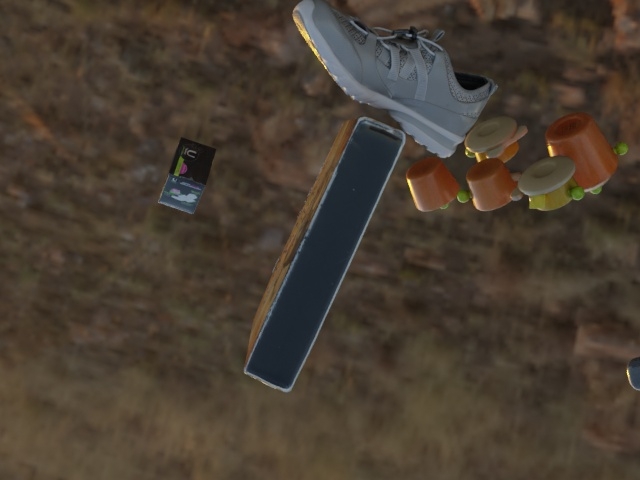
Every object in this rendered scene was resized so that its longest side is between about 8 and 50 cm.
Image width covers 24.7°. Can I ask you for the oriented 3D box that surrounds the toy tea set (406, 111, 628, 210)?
[{"bbox_3d":[0.293,-0.090,2.192,0.336,0.200,0.124,3,132,46],"label":"toy tea set"}]

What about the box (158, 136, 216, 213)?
[{"bbox_3d":[-0.176,-0.085,1.921,0.052,0.062,0.083,19,151,-9],"label":"box"}]

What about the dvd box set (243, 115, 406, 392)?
[{"bbox_3d":[0.000,0.000,1.741,0.062,0.308,0.420,25,-176,-3],"label":"dvd box set"}]

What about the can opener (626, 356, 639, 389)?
[{"bbox_3d":[0.529,0.165,1.887,0.280,0.093,0.074,-12,172,42],"label":"can opener"}]

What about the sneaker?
[{"bbox_3d":[0.083,-0.205,1.624,0.281,0.115,0.105,30,-160,-41],"label":"sneaker"}]
